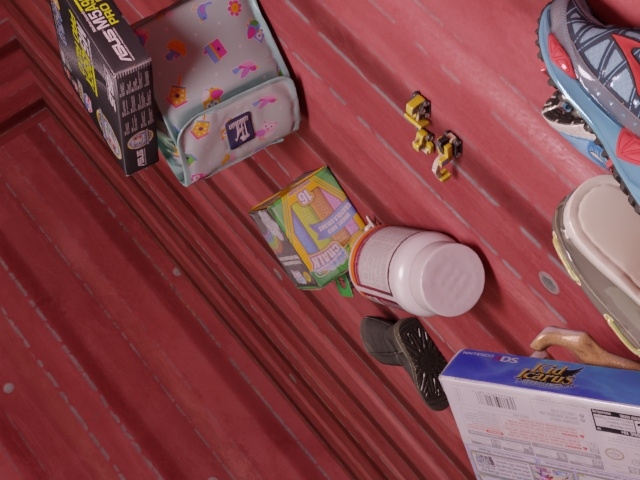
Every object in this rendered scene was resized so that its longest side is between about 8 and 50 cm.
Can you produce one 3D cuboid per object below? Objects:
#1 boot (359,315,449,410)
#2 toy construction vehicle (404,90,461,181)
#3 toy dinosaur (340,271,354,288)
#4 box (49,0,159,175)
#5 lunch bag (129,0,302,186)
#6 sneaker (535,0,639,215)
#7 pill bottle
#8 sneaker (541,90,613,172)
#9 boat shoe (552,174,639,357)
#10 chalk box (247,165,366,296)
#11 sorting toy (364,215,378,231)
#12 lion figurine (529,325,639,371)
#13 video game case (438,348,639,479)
[{"bbox_3d":[0.149,0.218,1.914,0.189,0.076,0.208,69,157,2],"label":"boot"},{"bbox_3d":[0.135,-0.127,1.330,0.086,0.035,0.098,47,162,26],"label":"toy construction vehicle"},{"bbox_3d":[0.061,0.067,1.926,0.090,0.047,0.082,26,167,40],"label":"toy dinosaur"},{"bbox_3d":[-0.313,-0.250,1.530,0.216,0.060,0.270,57,161,19],"label":"box"},{"bbox_3d":[-0.168,-0.237,1.616,0.160,0.223,0.262,19,136,63],"label":"lunch bag"},{"bbox_3d":[0.278,-0.123,0.865,0.104,0.125,0.262,13,-137,-46],"label":"sneaker"},{"bbox_3d":[0.136,0.044,1.515,0.121,0.121,0.221,60,163,-17],"label":"pill bottle"},{"bbox_3d":[0.281,-0.093,0.977,0.073,0.063,0.162,44,178,-42],"label":"sneaker"},{"bbox_3d":[0.339,0.070,1.022,0.305,0.109,0.091,51,169,3],"label":"boat shoe"},{"bbox_3d":[0.000,0.000,1.799,0.213,0.132,0.132,56,163,-10],"label":"chalk box"},{"bbox_3d":[0.092,-0.002,1.698,0.075,0.045,0.083,56,166,20],"label":"sorting toy"},{"bbox_3d":[0.343,0.193,1.213,0.240,0.142,0.392,42,157,16],"label":"lion figurine"},{"bbox_3d":[0.288,0.244,1.175,0.269,0.061,0.244,4,125,40],"label":"video game case"}]
